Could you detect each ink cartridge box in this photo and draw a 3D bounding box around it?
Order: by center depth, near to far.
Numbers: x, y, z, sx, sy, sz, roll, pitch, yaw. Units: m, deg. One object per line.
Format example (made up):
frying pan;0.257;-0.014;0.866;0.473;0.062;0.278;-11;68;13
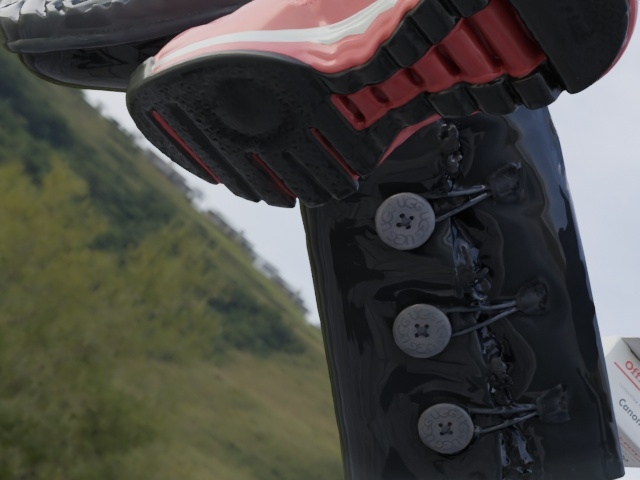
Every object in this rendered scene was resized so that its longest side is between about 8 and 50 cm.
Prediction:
ink cartridge box;0.271;0.154;1.377;0.115;0.067;0.198;46;-20;-9

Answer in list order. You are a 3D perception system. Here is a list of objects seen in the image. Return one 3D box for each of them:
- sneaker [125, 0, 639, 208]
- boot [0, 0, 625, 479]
sneaker;0.035;-0.116;0.801;0.313;0.136;0.116;-15;-52;32
boot;0.002;0.000;1.030;0.367;0.146;0.445;-7;-62;16
